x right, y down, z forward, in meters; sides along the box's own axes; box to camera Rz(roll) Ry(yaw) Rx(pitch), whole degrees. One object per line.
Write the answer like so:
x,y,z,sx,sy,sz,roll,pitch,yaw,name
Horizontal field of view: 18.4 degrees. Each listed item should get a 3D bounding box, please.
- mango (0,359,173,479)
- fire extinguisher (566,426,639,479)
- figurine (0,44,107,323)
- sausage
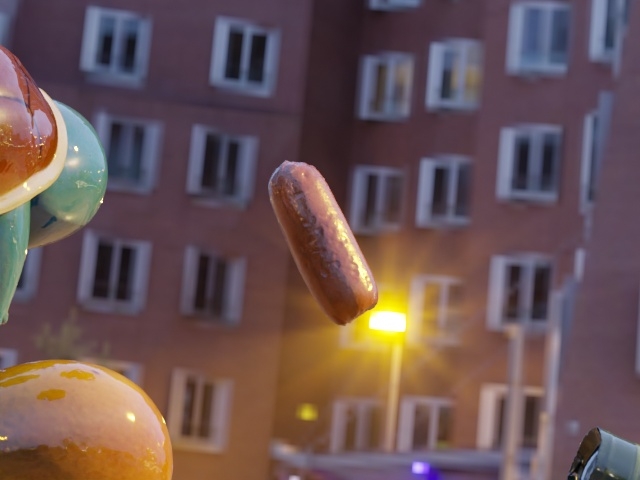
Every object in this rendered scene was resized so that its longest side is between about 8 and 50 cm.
-0.230,0.178,1.412,0.254,0.175,0.139,-16,33,-3,mango
0.381,0.281,1.913,0.294,0.093,0.118,24,28,-4,fire extinguisher
-0.340,-0.102,1.665,0.298,0.243,0.416,44,-10,29,figurine
0.000,0.000,2.194,0.076,0.197,0.076,-24,-11,-5,sausage
